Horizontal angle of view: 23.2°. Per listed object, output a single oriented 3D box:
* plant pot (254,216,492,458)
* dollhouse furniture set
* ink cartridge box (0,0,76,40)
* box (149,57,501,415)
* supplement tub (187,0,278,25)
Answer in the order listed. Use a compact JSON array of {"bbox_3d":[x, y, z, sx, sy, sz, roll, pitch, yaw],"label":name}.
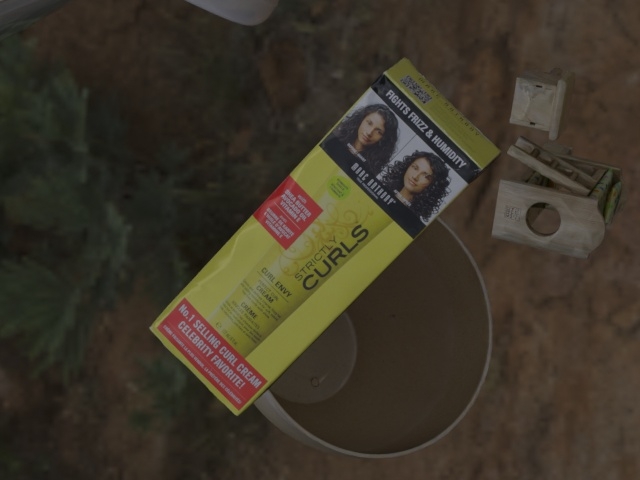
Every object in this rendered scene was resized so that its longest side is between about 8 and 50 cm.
[{"bbox_3d":[0.015,0.101,1.684,0.191,0.284,0.284,153,115,-62],"label":"plant pot"},{"bbox_3d":[0.243,-0.093,1.454,0.101,0.182,0.160,14,115,18],"label":"dollhouse furniture set"},{"bbox_3d":[-0.241,-0.226,0.545,0.279,0.160,0.384,-15,105,50],"label":"ink cartridge box"},{"bbox_3d":[0.000,0.000,0.963,0.087,0.058,0.232,46,114,2],"label":"box"},{"bbox_3d":[-0.084,-0.386,1.394,0.241,0.241,0.331,38,104,53],"label":"supplement tub"}]
